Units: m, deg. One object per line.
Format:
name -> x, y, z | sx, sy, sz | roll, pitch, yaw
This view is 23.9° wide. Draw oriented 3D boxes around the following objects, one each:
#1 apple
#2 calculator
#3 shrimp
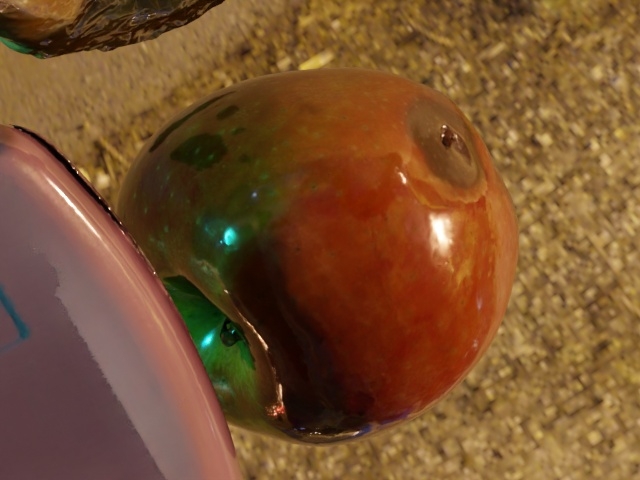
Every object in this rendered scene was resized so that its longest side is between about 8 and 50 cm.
apple -> 0.000, 0.000, 0.877 | 0.230, 0.230, 0.230 | -11, 129, -14
calculator -> -0.148, 0.081, 0.674 | 0.194, 0.043, 0.294 | -27, 122, -2
shrimp -> -0.075, -0.090, 0.424 | 0.101, 0.042, 0.190 | -29, 166, 25
